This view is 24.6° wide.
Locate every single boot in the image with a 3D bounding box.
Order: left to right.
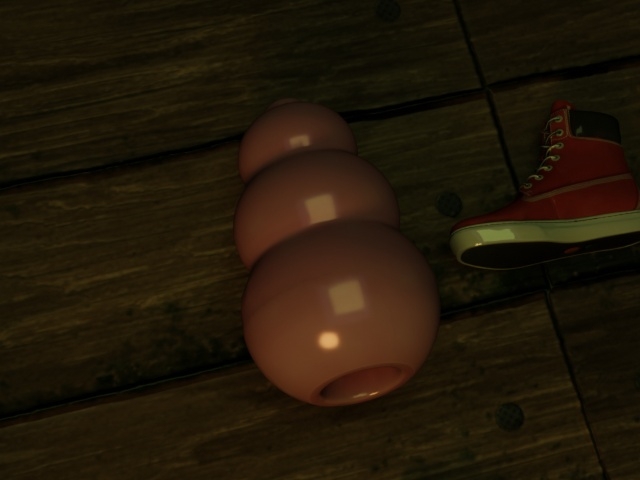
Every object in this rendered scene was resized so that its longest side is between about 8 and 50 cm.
[{"bbox_3d":[0.241,-0.067,1.645,0.244,0.088,0.176,-9,73,-20],"label":"boot"}]

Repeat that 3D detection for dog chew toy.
[{"bbox_3d":[0.000,0.000,1.530,0.206,0.207,0.332,-11,66,-12],"label":"dog chew toy"}]
